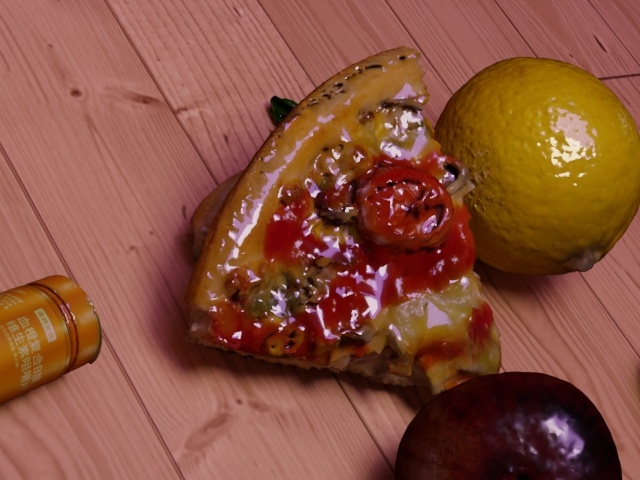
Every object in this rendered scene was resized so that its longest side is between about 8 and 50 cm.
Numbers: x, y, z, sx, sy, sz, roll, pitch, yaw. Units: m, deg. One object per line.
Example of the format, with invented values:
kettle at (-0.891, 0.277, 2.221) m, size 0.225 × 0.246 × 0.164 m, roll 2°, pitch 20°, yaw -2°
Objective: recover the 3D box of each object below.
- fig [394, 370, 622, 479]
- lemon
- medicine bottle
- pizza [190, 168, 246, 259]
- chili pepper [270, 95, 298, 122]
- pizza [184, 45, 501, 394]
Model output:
fig at (0.194, 0.247, 1.417) m, size 0.214 × 0.235 × 0.235 m, roll 49°, pitch 17°, yaw -58°
lemon at (0.271, -0.093, 1.748) m, size 0.293 × 0.293 × 0.293 m, roll 21°, pitch 43°, yaw -21°
medicine bottle at (-0.299, 0.102, 1.259) m, size 0.192 × 0.096 × 0.096 m, roll -22°, pitch 68°, yaw -47°
pizza at (0.000, 0.000, 1.597) m, size 0.335 × 0.086 × 0.226 m, roll -7°, pitch 58°, yaw -44°
chili pepper at (0.018, -0.129, 1.759) m, size 0.182 × 0.050 × 0.073 m, roll 22°, pitch 50°, yaw -16°
pizza at (0.087, 0.027, 1.512) m, size 0.406 × 0.130 × 0.440 m, roll 44°, pitch 60°, yaw -15°
